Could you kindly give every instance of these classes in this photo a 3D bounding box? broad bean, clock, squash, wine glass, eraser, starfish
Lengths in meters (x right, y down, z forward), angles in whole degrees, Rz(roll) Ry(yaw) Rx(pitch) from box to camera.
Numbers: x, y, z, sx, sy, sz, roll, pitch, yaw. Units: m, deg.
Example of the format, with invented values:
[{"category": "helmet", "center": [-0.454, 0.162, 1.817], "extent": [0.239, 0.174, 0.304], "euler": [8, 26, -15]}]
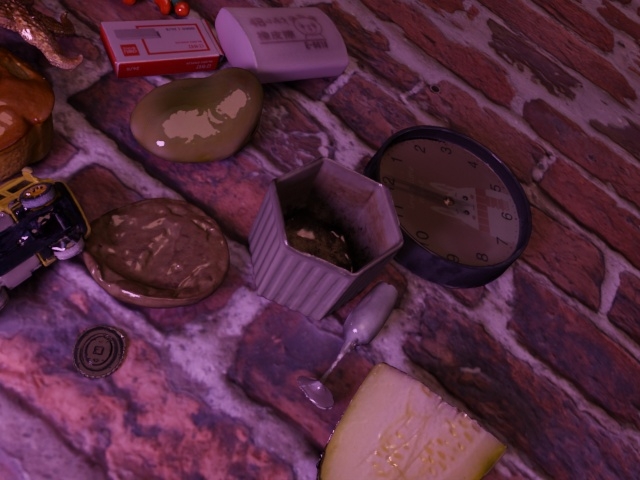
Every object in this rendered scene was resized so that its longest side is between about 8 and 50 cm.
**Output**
[{"category": "broad bean", "center": [-0.230, -0.233, 1.072], "extent": [0.263, 0.121, 0.189], "euler": [-22, 74, -15]}, {"category": "clock", "center": [-0.332, 0.167, 0.829], "extent": [0.074, 0.010, 0.083], "euler": [12, 56, -15]}, {"category": "clock", "center": [0.275, -0.084, 1.187], "extent": [0.386, 0.076, 0.386], "euler": [10, 56, -16]}, {"category": "squash", "center": [0.118, 0.336, 0.817], "extent": [0.237, 0.204, 0.155], "euler": [36, 30, 2]}, {"category": "wine glass", "center": [0.060, 0.165, 0.954], "extent": [0.074, 0.074, 0.262], "euler": [39, 52, 5]}, {"category": "eraser", "center": [-0.081, -0.441, 1.242], "extent": [0.270, 0.095, 0.174], "euler": [-19, 74, -37]}, {"category": "starfish", "center": [-0.568, -0.413, 0.992], "extent": [0.302, 0.060, 0.299], "euler": [1, 41, -50]}]

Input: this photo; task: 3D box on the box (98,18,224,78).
[{"category": "box", "center": [-0.331, -0.407, 1.165], "extent": [0.229, 0.050, 0.123], "euler": [-15, 67, -29]}]

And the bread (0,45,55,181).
[{"category": "bread", "center": [-0.569, -0.207, 0.883], "extent": [0.270, 0.148, 0.269], "euler": [10, 53, -14]}]

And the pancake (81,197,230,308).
[{"category": "pancake", "center": [-0.270, 0.017, 0.927], "extent": [0.242, 0.050, 0.241], "euler": [11, 48, -12]}]

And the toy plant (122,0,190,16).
[{"category": "toy plant", "center": [-0.337, -0.683, 1.252], "extent": [0.400, 0.279, 0.185], "euler": [-37, 40, -16]}]

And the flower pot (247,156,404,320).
[{"category": "flower pot", "center": [0.000, 0.000, 0.957], "extent": [0.239, 0.189, 0.209], "euler": [25, 53, -7]}]

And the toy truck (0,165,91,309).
[{"category": "toy truck", "center": [-0.489, 0.010, 0.795], "extent": [0.157, 0.124, 0.272], "euler": [21, 50, 33]}]
